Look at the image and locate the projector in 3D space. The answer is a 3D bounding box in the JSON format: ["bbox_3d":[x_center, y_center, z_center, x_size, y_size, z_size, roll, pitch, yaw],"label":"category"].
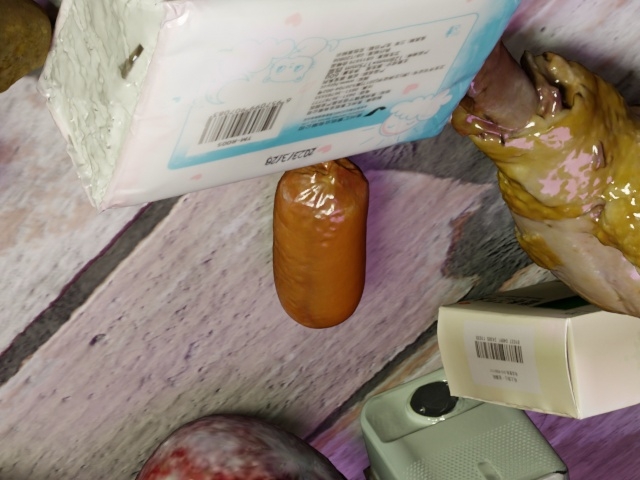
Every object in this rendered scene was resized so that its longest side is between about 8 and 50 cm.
[{"bbox_3d":[0.145,0.248,1.788,0.163,0.242,0.177,-20,124,-10],"label":"projector"}]

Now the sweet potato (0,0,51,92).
[{"bbox_3d":[-0.255,-0.118,1.011,0.244,0.077,0.077,0,142,-45],"label":"sweet potato"}]

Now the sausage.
[{"bbox_3d":[0.000,0.000,1.425,0.076,0.076,0.197,-19,150,-13],"label":"sausage"}]

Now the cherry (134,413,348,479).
[{"bbox_3d":[-0.060,0.272,1.663,0.203,0.230,0.300,-56,159,19],"label":"cherry"}]

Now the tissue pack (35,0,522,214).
[{"bbox_3d":[-0.021,-0.135,1.116,0.271,0.124,0.201,-15,148,-31],"label":"tissue pack"}]

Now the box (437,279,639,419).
[{"bbox_3d":[0.233,0.094,1.645,0.168,0.095,0.212,-13,-173,-27],"label":"box"}]

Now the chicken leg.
[{"bbox_3d":[0.238,-0.044,1.384,0.182,0.295,0.409,-49,137,2],"label":"chicken leg"}]
